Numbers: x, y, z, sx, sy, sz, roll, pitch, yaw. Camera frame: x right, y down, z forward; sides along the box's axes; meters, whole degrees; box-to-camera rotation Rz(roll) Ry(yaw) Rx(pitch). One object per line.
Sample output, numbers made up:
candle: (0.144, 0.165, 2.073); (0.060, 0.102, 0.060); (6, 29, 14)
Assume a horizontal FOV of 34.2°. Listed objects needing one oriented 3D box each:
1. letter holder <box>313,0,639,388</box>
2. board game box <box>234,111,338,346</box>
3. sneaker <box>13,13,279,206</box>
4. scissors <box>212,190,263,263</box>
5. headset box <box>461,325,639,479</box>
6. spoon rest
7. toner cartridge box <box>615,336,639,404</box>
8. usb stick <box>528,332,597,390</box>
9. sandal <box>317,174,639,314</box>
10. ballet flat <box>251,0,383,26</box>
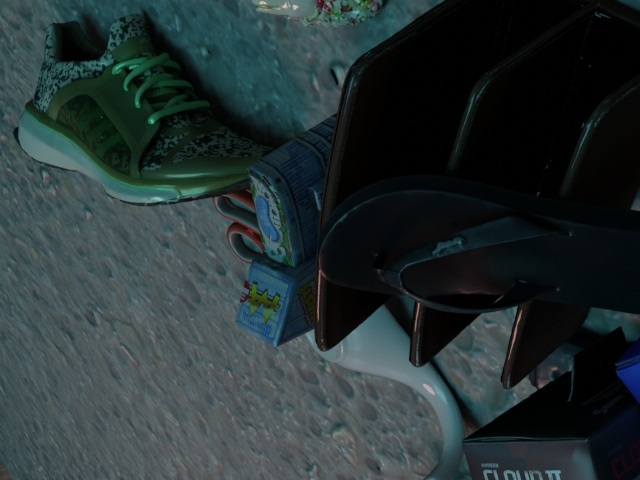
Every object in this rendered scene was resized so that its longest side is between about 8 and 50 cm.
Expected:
letter holder: (0.118, -0.019, 0.786); (0.152, 0.214, 0.302); (36, 142, 26)
board game box: (0.000, 0.000, 0.970); (0.060, 0.194, 0.194); (23, 136, 38)
sneaker: (-0.202, -0.154, 1.153); (0.410, 0.158, 0.182); (18, 115, 35)
scissors: (-0.014, 0.023, 1.166); (0.297, 0.021, 0.109); (27, 138, 36)
headset box: (0.233, 0.213, 0.759); (0.110, 0.218, 0.293); (-13, 94, 45)
spoon rest: (0.066, 0.135, 1.121); (0.276, 0.084, 0.137); (56, 150, 11)
toner cartridge box: (0.365, 0.170, 0.695); (0.348, 0.165, 0.075); (52, 147, 2)
usb stick: (0.297, 0.145, 0.864); (0.278, 0.045, 0.077); (22, 133, 40)
sandal: (0.119, 0.011, 0.691); (0.254, 0.054, 0.097); (3, 131, 12)
ballet flat: (-0.053, -0.239, 0.930); (0.241, 0.077, 0.091); (28, 138, 33)
